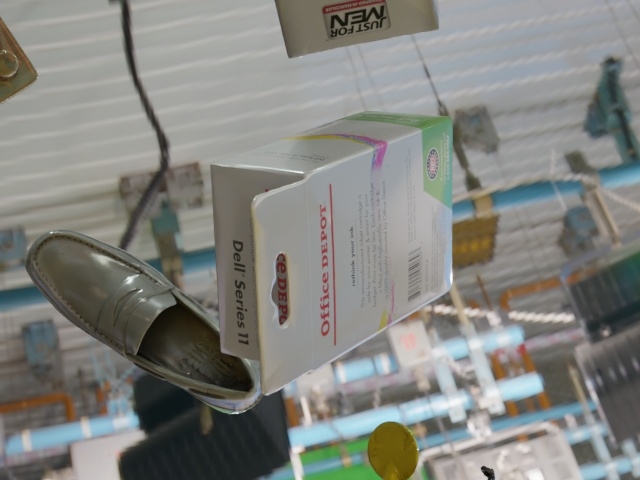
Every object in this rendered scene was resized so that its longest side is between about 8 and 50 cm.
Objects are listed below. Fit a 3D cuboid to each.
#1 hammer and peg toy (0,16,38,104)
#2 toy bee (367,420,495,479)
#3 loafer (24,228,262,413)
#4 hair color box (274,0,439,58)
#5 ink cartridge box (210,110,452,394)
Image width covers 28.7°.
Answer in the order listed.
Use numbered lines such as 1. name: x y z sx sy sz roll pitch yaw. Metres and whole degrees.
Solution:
1. hammer and peg toy: -0.598 -0.226 1.692 0.361 0.266 0.127 -35 8 -12
2. toy bee: 0.061 0.274 1.130 0.162 0.195 0.298 3 -20 14
3. loafer: -0.198 0.087 1.437 0.319 0.112 0.111 31 -12 -1
4. hair color box: 0.015 -0.418 1.455 0.185 0.113 0.374 -10 -67 9
5. ink cartridge box: 0.000 0.000 1.274 0.353 0.119 0.207 -24 -62 -52
